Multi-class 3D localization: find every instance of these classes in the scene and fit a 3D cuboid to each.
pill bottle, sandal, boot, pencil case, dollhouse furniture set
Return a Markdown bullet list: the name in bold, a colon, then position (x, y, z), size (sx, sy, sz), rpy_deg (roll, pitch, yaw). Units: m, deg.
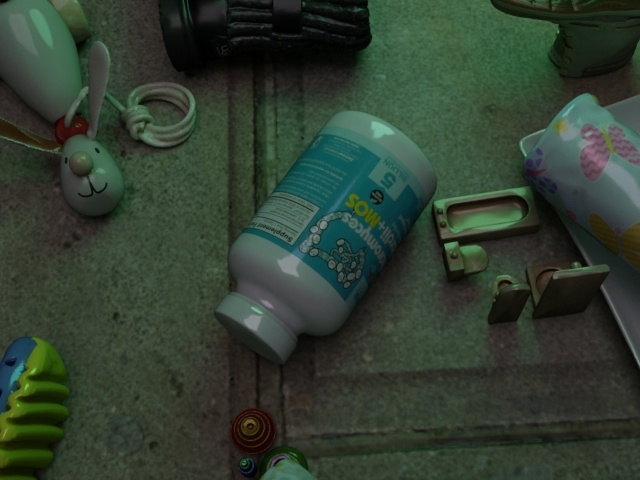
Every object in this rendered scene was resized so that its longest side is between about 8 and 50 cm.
- **pill bottle**: position (0.000, 0.000, 0.961), size (0.146, 0.146, 0.264), rpy_deg (31, 73, 15)
- **sandal**: position (-0.360, 0.240, 0.897), size (0.138, 0.126, 0.317), rpy_deg (14, 67, 14)
- **boot**: position (0.285, -0.254, 1.040), size (0.213, 0.165, 0.077), rpy_deg (1, 73, -3)
- **pencil case**: position (0.341, -0.035, 0.921), size (0.273, 0.113, 0.124), rpy_deg (41, 66, 18)
- **boot**: position (-0.072, -0.379, 1.130), size (0.260, 0.131, 0.348), rpy_deg (-9, 77, 7)
- **dollhouse furniture set**: position (0.206, -0.003, 0.961), size (0.144, 0.123, 0.151), rpy_deg (-8, 67, 0)

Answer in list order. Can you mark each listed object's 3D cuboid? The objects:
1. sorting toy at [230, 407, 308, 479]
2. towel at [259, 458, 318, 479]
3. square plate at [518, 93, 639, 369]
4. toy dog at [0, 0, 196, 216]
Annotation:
- **sorting toy**: position (-0.059, 0.219, 0.927), size (0.061, 0.042, 0.102), rpy_deg (-39, 71, -12)
- **towel**: position (-0.038, 0.398, 0.736), size (0.320, 0.090, 0.374), rpy_deg (40, 53, 20)
- **square plate**: position (0.446, -0.023, 0.996), size (0.344, 0.049, 0.347), rpy_deg (-21, 67, -5)
- **toy dog**: position (-0.324, -0.202, 1.057), size (0.333, 0.161, 0.220), rpy_deg (39, 75, 17)
